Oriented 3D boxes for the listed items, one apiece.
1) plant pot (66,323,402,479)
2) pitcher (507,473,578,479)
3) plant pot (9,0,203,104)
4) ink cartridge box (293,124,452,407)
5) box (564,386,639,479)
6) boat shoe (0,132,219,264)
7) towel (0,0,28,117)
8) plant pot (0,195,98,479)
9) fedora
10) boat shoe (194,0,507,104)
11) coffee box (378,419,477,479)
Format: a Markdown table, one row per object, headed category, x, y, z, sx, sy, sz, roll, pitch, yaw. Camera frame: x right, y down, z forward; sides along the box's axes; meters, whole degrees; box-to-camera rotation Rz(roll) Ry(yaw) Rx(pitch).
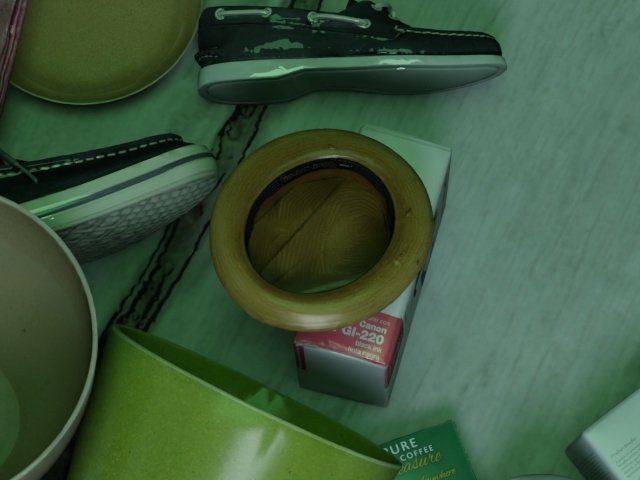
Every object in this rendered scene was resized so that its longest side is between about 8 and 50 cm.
| category | x | y | z | sx | sy | sz | roll | pitch | yaw |
| --- | --- | --- | --- | --- | --- | --- | --- | --- | --- |
| plant pot | -0.117 | 0.261 | 1.488 | 0.275 | 0.275 | 0.293 | 26 | 89 | 6 |
| pitcher | 0.227 | 0.311 | 1.522 | 0.207 | 0.125 | 0.178 | 31 | 76 | -19 |
| plant pot | -0.235 | -0.239 | 1.746 | 0.236 | 0.032 | 0.236 | 1 | 72 | -3 |
| ink cartridge box | 0.049 | 0.026 | 1.603 | 0.092 | 0.158 | 0.218 | 14 | 72 | 6 |
| box | 0.292 | 0.188 | 1.589 | 0.101 | 0.102 | 0.087 | -36 | 79 | -12 |
| boat shoe | -0.343 | -0.034 | 1.599 | 0.500 | 0.187 | 0.156 | -13 | 79 | -1 |
| towel | -0.450 | -0.232 | 1.713 | 0.329 | 0.037 | 0.237 | 6 | 71 | 8 |
| plant pot | -0.323 | 0.120 | 1.441 | 0.284 | 0.191 | 0.284 | 2 | 63 | -4 |
| fedora | 0.000 | 0.000 | 1.487 | 0.194 | 0.079 | 0.194 | 0 | 66 | -1 |
| boat shoe | 0.029 | -0.192 | 1.698 | 0.302 | 0.114 | 0.091 | -2 | 78 | -3 |
| coffee box | 0.101 | 0.266 | 1.588 | 0.113 | 0.040 | 0.184 | -20 | 74 | -10 |
